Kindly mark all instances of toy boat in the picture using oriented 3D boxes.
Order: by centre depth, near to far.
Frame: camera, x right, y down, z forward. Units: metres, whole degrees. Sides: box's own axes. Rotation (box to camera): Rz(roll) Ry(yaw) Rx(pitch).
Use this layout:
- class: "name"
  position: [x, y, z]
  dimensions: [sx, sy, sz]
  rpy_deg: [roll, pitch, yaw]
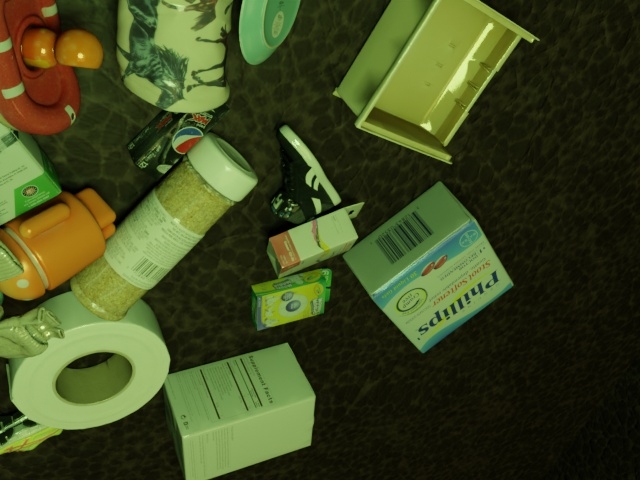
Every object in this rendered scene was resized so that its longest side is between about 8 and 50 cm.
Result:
- class: "toy boat"
  position: [-0.351, -0.244, 0.912]
  dimensions: [0.151, 0.151, 0.231]
  rpy_deg: [10, 132, 9]

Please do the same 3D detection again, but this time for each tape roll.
- class: "tape roll"
  position: [-0.435, 0.226, 1.338]
  dimensions: [0.286, 0.100, 0.286]
  rpy_deg: [-16, 135, -17]

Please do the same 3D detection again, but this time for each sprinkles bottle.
- class: "sprinkles bottle"
  position: [-0.267, -0.020, 1.202]
  dimensions: [0.355, 0.121, 0.121]
  rpy_deg: [-44, 135, 11]

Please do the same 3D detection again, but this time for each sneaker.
- class: "sneaker"
  position: [-0.052, -0.102, 1.284]
  dimensions: [0.121, 0.079, 0.217]
  rpy_deg: [-36, 138, 1]
- class: "sneaker"
  position: [-0.603, 0.388, 1.399]
  dimensions: [0.208, 0.081, 0.094]
  rpy_deg: [-17, 138, -16]

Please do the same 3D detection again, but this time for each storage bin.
- class: "storage bin"
  position: [0.201, -0.295, 1.229]
  dimensions: [0.260, 0.123, 0.262]
  rpy_deg: [14, 119, -37]

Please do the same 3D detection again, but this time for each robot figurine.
- class: "robot figurine"
  position: [-0.425, 0.008, 1.105]
  dimensions: [0.219, 0.158, 0.128]
  rpy_deg: [-38, 117, -31]

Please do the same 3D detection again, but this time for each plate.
- class: "plate"
  position: [-0.063, -0.341, 1.021]
  dimensions: [0.188, 0.024, 0.188]
  rpy_deg: [21, 90, -78]

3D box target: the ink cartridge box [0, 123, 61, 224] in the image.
- class: "ink cartridge box"
  position: [-0.493, -0.125, 1.004]
  dimensions: [0.153, 0.087, 0.208]
  rpy_deg: [-28, 137, -5]

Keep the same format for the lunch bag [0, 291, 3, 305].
- class: "lunch bag"
  position: [-0.660, 0.106, 1.097]
  dimensions: [0.279, 0.108, 0.224]
  rpy_deg: [14, 121, -38]

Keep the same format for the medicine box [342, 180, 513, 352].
- class: "medicine box"
  position: [0.240, 0.065, 1.551]
  dimensions: [0.263, 0.149, 0.289]
  rpy_deg: [-38, 135, 5]

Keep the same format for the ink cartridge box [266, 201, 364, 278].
- class: "ink cartridge box"
  position: [0.000, 0.000, 1.378]
  dimensions: [0.198, 0.067, 0.115]
  rpy_deg: [-22, 171, -11]

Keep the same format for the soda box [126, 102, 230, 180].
- class: "soda box"
  position: [-0.227, -0.178, 1.130]
  dimensions: [0.169, 0.060, 0.053]
  rpy_deg: [-42, 137, 9]

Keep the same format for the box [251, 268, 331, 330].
- class: "box"
  position: [-0.056, 0.123, 1.508]
  dimensions: [0.179, 0.043, 0.105]
  rpy_deg: [-15, 134, -21]

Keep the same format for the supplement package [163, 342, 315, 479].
- class: "supplement package"
  position: [-0.179, 0.375, 1.560]
  dimensions: [0.292, 0.175, 0.178]
  rpy_deg: [-12, 131, -21]

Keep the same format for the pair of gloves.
- class: "pair of gloves"
  position: [-0.505, 0.103, 1.033]
  dimensions: [0.204, 0.042, 0.240]
  rpy_deg: [-10, 135, 3]

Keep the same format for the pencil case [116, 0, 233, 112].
- class: "pencil case"
  position: [-0.174, -0.365, 0.916]
  dimensions: [0.159, 0.184, 0.410]
  rpy_deg: [20, 129, 7]
